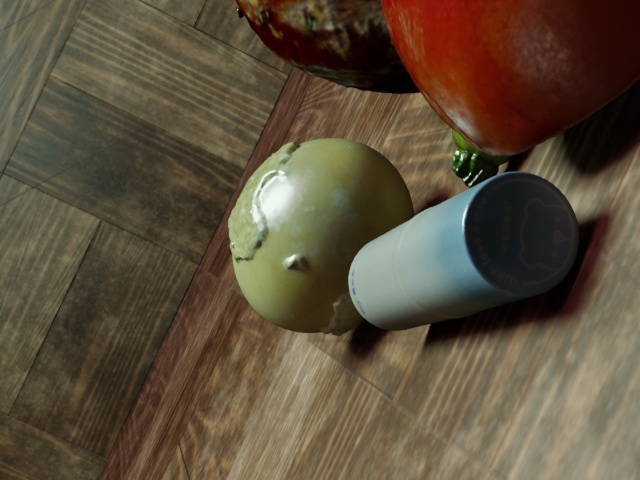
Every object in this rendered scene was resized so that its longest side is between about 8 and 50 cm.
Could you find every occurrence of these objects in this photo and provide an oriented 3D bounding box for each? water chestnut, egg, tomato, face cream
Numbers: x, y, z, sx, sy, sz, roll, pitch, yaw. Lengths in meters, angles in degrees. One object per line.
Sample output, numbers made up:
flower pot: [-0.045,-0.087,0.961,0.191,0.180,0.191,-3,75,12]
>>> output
water chestnut: [0.050,-0.314,1.134,0.335,0.347,0.335,-14,52,19]
egg: [-0.002,-0.003,1.105,0.201,0.164,0.164,120,170,-46]
tomato: [0.136,-0.224,0.796,0.338,0.143,0.338,-46,24,28]
face cream: [0.087,0.014,0.836,0.077,0.077,0.250,-67,9,-13]

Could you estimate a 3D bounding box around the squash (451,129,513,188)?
squash: [0.156,-0.159,0.944,0.258,0.069,0.069,-66,10,-10]
